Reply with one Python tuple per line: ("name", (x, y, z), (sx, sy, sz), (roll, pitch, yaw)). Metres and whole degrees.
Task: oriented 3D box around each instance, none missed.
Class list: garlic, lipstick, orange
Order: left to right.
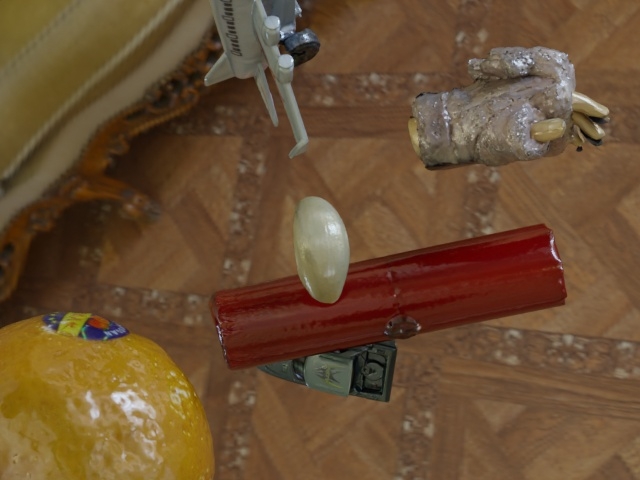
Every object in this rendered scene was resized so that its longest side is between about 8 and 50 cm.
("orange", (-0.151, 0.130, 0.765), (0.178, 0.155, 0.177), (0, 100, -1))
("garlic", (-0.001, 0.000, 0.972), (0.041, 0.053, 0.083), (-10, 61, -2))
("lipstick", (0.053, 0.047, 1.037), (0.280, 0.073, 0.073), (-12, 71, -2))

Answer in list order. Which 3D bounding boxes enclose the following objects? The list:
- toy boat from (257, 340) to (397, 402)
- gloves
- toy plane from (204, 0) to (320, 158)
("toy boat", (-0.006, 0.098, 1.103), (0.141, 0.060, 0.055), (11, 111, 11))
("gloves", (0.139, -0.100, 0.998), (0.144, 0.110, 0.094), (-15, 86, -2))
("toy plane", (-0.038, -0.133, 0.736), (0.066, 0.171, 0.162), (-22, 72, -19))
